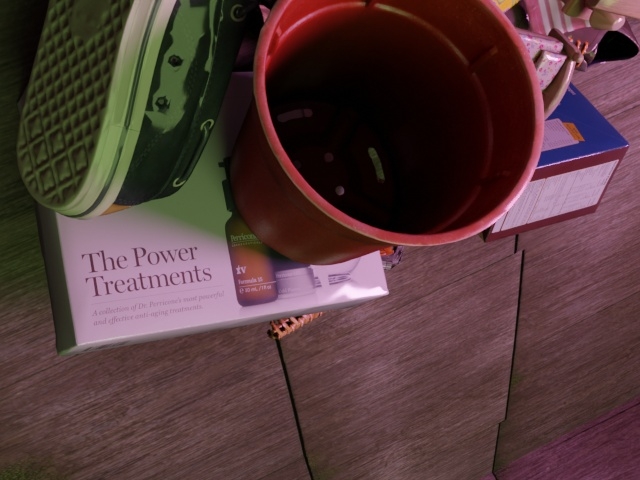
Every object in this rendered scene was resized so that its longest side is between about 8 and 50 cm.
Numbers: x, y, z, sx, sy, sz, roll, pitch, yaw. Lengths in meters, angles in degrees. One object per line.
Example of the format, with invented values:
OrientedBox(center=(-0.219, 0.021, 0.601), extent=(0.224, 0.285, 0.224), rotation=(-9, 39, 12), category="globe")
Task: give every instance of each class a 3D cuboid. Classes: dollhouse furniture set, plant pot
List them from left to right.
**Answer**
OrientedBox(center=(0.034, -0.099, 0.905), extent=(0.272, 0.273, 0.265), rotation=(-16, 173, -21), category="plant pot")
OrientedBox(center=(0.188, -0.174, 0.970), extent=(0.303, 0.174, 0.356), rotation=(1, 133, -37), category="dollhouse furniture set")

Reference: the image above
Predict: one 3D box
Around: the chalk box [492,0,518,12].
OrientedBox(center=(0.123, -0.334, 0.995), extent=(0.132, 0.132, 0.213), rotation=(-38, 143, 9), category="chalk box")

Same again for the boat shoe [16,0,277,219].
OrientedBox(center=(-0.129, -0.250, 0.828), extent=(0.156, 0.186, 0.501), rotation=(1, 116, -52), category="boat shoe")

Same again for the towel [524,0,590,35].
OrientedBox(center=(0.327, -0.327, 1.092), extent=(0.029, 0.197, 0.144), rotation=(-50, 123, -41), category="towel")

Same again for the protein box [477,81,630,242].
OrientedBox(center=(0.281, -0.131, 1.288), extent=(0.201, 0.200, 0.136), rotation=(-14, 142, -23), category="protein box")

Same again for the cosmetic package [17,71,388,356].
OrientedBox(center=(-0.125, -0.043, 1.031), extent=(0.377, 0.285, 0.097), rotation=(-8, 170, -30), category="cosmetic package")

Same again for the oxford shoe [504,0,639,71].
OrientedBox(center=(0.323, -0.282, 1.228), extent=(0.271, 0.098, 0.097), rotation=(-9, 139, -28), category="oxford shoe")

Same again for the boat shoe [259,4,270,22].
OrientedBox(center=(-0.022, -0.251, 1.052), extent=(0.170, 0.063, 0.059), rotation=(6, 128, -53), category="boat shoe")

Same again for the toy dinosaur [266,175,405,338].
OrientedBox(center=(0.000, 0.000, 1.214), extent=(0.322, 0.218, 0.164), rotation=(-52, 163, -66), category="toy dinosaur")
